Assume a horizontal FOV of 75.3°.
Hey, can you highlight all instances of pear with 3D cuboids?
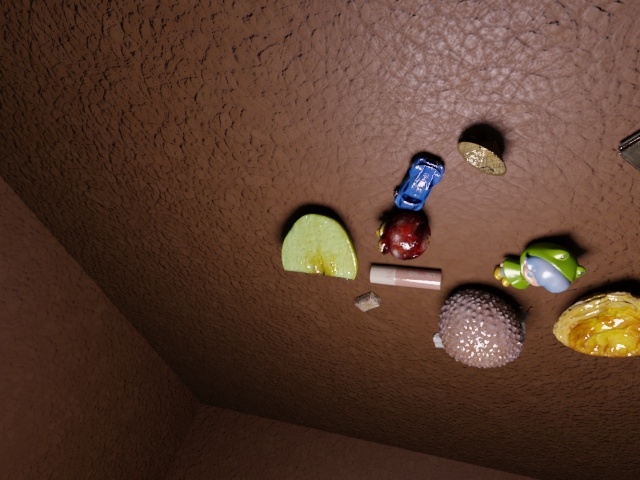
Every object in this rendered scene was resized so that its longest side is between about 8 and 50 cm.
[{"bbox_3d":[0.005,-0.002,1.487,0.288,0.139,0.239,5,122,24],"label":"pear"}]

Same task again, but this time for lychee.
[{"bbox_3d":[0.571,0.311,1.479,0.300,0.300,0.299,12,138,11],"label":"lychee"}]

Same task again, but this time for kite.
[{"bbox_3d":[0.744,0.323,1.607,0.141,0.015,0.245,7,138,12],"label":"kite"}]

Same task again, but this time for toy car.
[{"bbox_3d":[0.288,-0.158,1.244,0.103,0.063,0.216,21,139,0],"label":"toy car"}]

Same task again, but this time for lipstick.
[{"bbox_3d":[0.316,0.136,1.542,0.255,0.070,0.070,4,136,18],"label":"lipstick"}]

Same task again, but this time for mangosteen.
[{"bbox_3d":[0.261,-0.013,1.336,0.180,0.166,0.166,2,136,33],"label":"mangosteen"}]

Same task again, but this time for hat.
[{"bbox_3d":[0.443,-0.241,1.099,0.146,0.067,0.146,36,179,1],"label":"hat"}]

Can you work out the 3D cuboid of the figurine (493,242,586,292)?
[{"bbox_3d":[0.674,0.090,1.304,0.162,0.143,0.263,43,152,-12],"label":"figurine"}]

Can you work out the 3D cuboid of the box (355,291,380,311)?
[{"bbox_3d":[0.198,0.257,1.742,0.062,0.045,0.098,42,134,-21],"label":"box"}]

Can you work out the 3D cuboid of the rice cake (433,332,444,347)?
[{"bbox_3d":[0.590,0.421,1.756,0.226,0.040,0.085,-10,131,31],"label":"rice cake"}]

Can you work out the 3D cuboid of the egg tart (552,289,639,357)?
[{"bbox_3d":[0.951,0.265,1.368,0.342,0.132,0.341,12,139,10],"label":"egg tart"}]

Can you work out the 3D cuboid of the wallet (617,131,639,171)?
[{"bbox_3d":[0.865,-0.254,0.915,0.169,0.044,0.317,30,140,-15],"label":"wallet"}]
